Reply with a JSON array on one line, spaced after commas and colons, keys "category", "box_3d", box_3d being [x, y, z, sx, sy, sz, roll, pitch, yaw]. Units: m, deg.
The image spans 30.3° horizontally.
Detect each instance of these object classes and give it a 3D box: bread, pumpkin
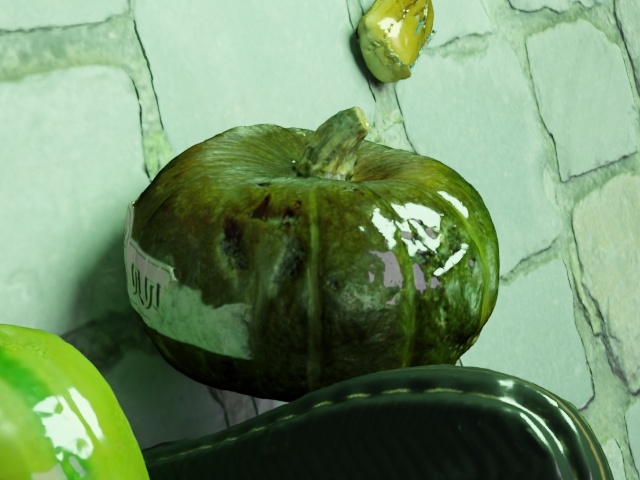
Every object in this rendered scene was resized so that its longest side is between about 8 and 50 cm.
[{"category": "bread", "box_3d": [0.073, -0.197, 1.104, 0.072, 0.053, 0.106, 61, 37, -25]}, {"category": "pumpkin", "box_3d": [0.000, -0.003, 0.809, 0.260, 0.260, 0.189, -28, 131, -49]}]

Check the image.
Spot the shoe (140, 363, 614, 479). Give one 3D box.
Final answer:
[{"category": "shoe", "box_3d": [0.032, 0.180, 0.702, 0.237, 0.384, 0.171, 13, 63, -48]}]

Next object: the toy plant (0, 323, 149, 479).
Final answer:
[{"category": "toy plant", "box_3d": [-0.246, 0.160, 0.552, 0.316, 0.184, 0.224, -21, 120, -41]}]
